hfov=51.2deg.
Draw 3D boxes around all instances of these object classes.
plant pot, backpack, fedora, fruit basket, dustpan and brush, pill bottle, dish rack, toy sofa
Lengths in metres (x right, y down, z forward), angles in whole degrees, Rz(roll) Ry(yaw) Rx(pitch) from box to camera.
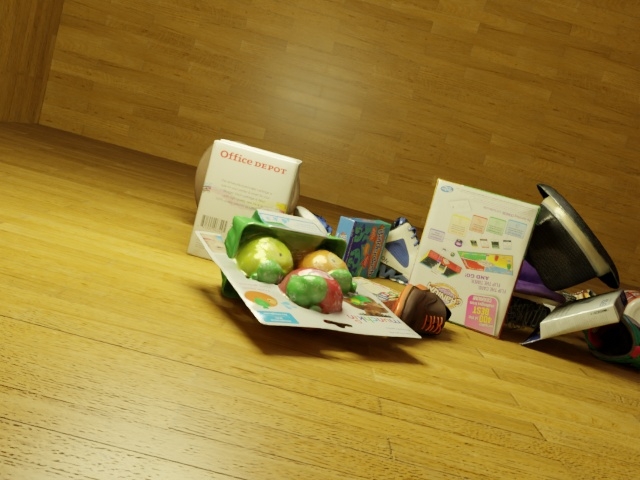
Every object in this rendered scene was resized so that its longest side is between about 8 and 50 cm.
[{"bbox_3d":[-0.190,-0.146,1.897,0.229,0.263,0.263,9,4,28],"label":"plant pot"},{"bbox_3d":[-0.014,-0.033,2.143,0.101,0.098,0.120,18,7,-4],"label":"backpack"},{"bbox_3d":[0.578,0.023,1.631,0.334,0.152,0.334,50,11,-13],"label":"fedora"},{"bbox_3d":[-0.029,0.068,1.222,0.327,0.165,0.353,10,13,-32],"label":"fruit basket"},{"bbox_3d":[0.000,0.000,1.974,0.060,0.147,0.211,-26,58,-25],"label":"dustpan and brush"},{"bbox_3d":[1.065,0.235,2.257,0.121,0.121,0.221,17,9,9],"label":"pill bottle"},{"bbox_3d":[0.460,0.174,1.738,0.208,0.074,0.271,21,11,41],"label":"dish rack"},{"bbox_3d":[0.487,0.056,1.790,0.362,0.150,0.177,13,7,-8],"label":"toy sofa"}]

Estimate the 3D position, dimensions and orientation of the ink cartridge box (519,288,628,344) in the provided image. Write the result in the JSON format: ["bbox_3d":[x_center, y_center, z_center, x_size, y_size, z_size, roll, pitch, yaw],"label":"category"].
[{"bbox_3d":[0.590,0.176,1.562,0.224,0.045,0.223,-21,-5,29],"label":"ink cartridge box"}]

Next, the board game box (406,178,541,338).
[{"bbox_3d":[0.349,0.039,1.564,0.242,0.316,0.064,19,8,19],"label":"board game box"}]

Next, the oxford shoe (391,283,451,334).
[{"bbox_3d":[0.208,0.148,1.365,0.098,0.097,0.271,29,16,18],"label":"oxford shoe"}]

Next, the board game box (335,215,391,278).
[{"bbox_3d":[0.102,0.022,1.774,0.047,0.160,0.210,21,10,30],"label":"board game box"}]

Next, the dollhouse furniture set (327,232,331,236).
[{"bbox_3d":[0.092,0.013,2.028,0.152,0.058,0.076,1,-17,7],"label":"dollhouse furniture set"}]

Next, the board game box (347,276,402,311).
[{"bbox_3d":[0.100,0.125,1.471,0.147,0.045,0.193,20,9,30],"label":"board game box"}]

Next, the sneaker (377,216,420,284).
[{"bbox_3d":[0.259,0.033,1.912,0.315,0.182,0.127,15,10,0],"label":"sneaker"}]

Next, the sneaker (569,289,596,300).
[{"bbox_3d":[0.900,0.202,2.303,0.069,0.084,0.185,8,11,-41],"label":"sneaker"}]

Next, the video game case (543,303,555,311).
[{"bbox_3d":[0.708,0.193,2.219,0.227,0.026,0.206,19,9,16],"label":"video game case"}]

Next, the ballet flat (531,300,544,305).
[{"bbox_3d":[0.599,0.171,2.009,0.206,0.067,0.073,18,7,14],"label":"ballet flat"}]

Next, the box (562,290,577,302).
[{"bbox_3d":[0.709,0.160,2.192,0.191,0.045,0.184,14,6,-8],"label":"box"}]

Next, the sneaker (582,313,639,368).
[{"bbox_3d":[0.716,0.231,1.672,0.178,0.124,0.295,22,6,-25],"label":"sneaker"}]

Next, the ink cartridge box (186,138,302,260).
[{"bbox_3d":[-0.174,-0.086,1.591,0.198,0.270,0.197,16,8,0],"label":"ink cartridge box"}]
